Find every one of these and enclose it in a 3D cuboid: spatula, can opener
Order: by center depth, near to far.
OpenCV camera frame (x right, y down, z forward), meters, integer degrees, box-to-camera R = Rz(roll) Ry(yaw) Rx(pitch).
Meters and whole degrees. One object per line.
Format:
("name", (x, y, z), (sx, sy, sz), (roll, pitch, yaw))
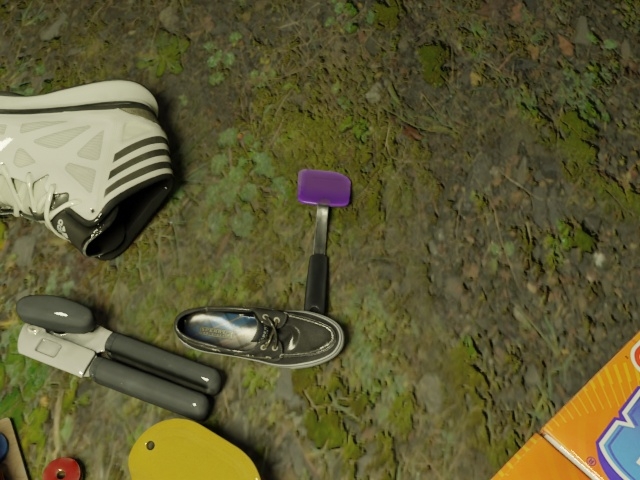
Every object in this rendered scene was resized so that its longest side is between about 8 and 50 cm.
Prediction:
("can opener", (-0.268, 0.146, 1.041), (0.283, 0.095, 0.076), (18, 57, 12))
("spatula", (0.000, 0.000, 1.190), (0.084, 0.030, 0.296), (4, 54, -1))

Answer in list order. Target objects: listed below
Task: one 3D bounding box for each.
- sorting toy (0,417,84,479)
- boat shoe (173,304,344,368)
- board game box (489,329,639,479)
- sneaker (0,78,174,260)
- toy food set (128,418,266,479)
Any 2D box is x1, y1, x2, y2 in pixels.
("sorting toy", (-0.434, 0.292, 0.964), (0.274, 0.046, 0.132), (-22, 57, -15))
("boat shoe", (-0.084, 0.120, 1.061), (0.228, 0.076, 0.080), (8, 79, 7))
("board game box", (0.299, 0.365, 0.734), (0.356, 0.357, 0.356), (-36, 62, -24))
("sneaker", (-0.427, -0.081, 1.156), (0.447, 0.169, 0.257), (-16, 54, -15))
("toy food set", (-0.126, 0.301, 0.958), (0.218, 0.071, 0.128), (27, 82, 20))
